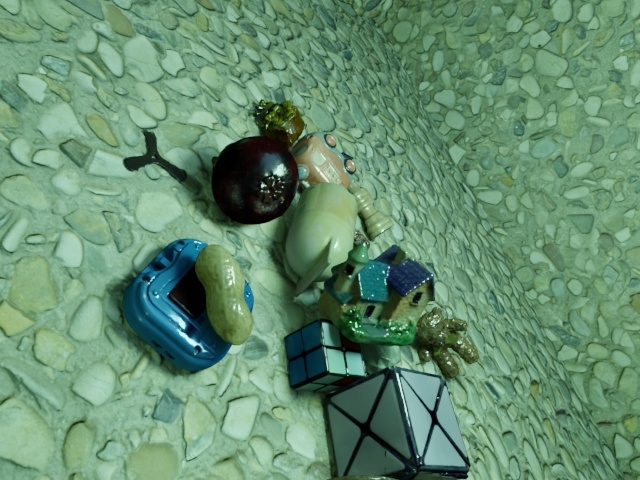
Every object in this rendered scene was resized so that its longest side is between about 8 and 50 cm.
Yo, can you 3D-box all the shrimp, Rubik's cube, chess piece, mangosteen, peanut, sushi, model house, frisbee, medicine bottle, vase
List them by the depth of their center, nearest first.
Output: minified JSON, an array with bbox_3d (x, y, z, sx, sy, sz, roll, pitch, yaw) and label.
[{"bbox_3d":[-0.246,0.140,1.301,0.125,0.111,0.274,17,52,-61],"label":"peanut"},{"bbox_3d":[0.227,0.590,1.530,0.307,0.305,0.309,25,42,-40],"label":"Rubik's cube"},{"bbox_3d":[0.013,0.363,1.568,0.180,0.167,0.183,22,48,-39],"label":"Rubik's cube"},{"bbox_3d":[0.191,0.150,1.585,0.313,0.279,0.245,14,21,-37],"label":"model house"},{"bbox_3d":[-0.522,-0.273,1.585,0.211,0.012,0.187,12,53,-45],"label":"frisbee"},{"bbox_3d":[-0.220,-0.196,1.662,0.298,0.293,0.296,0,91,-24],"label":"mangosteen"},{"bbox_3d":[0.000,0.000,1.788,0.236,0.236,0.406,40,37,-22],"label":"medicine bottle"},{"bbox_3d":[0.145,0.301,1.802,0.165,0.165,0.359,-9,65,-53],"label":"vase"},{"bbox_3d":[-0.165,-0.496,2.079,0.179,0.167,0.296,57,34,-39],"label":"sushi"},{"bbox_3d":[0.139,-0.032,2.130,0.190,0.075,0.073,45,67,3],"label":"shrimp"},{"bbox_3d":[0.197,-0.161,2.276,0.139,0.124,0.307,-32,83,-23],"label":"chess piece"}]

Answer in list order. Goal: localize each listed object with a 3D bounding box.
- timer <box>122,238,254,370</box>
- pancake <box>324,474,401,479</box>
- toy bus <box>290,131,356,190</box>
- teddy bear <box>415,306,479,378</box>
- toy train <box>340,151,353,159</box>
[{"bbox_3d":[-0.341,0.162,1.359,0.309,0.115,0.340,44,37,-11],"label":"timer"},{"bbox_3d":[0.125,0.701,1.376,0.288,0.287,0.033,83,4,-46],"label":"pancake"},{"bbox_3d":[-0.013,-0.284,2.061,0.287,0.194,0.232,49,49,-17],"label":"toy bus"},{"bbox_3d":[0.514,0.422,2.071,0.296,0.246,0.222,51,7,11],"label":"teddy bear"},{"bbox_3d":[0.133,-0.413,2.476,0.083,0.017,0.017,19,51,-40],"label":"toy train"}]
